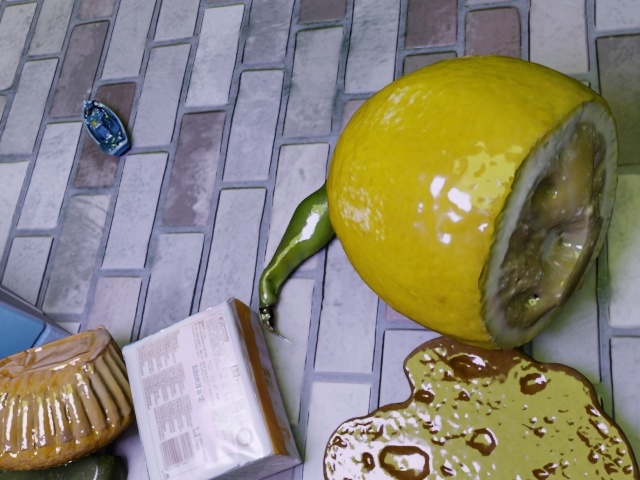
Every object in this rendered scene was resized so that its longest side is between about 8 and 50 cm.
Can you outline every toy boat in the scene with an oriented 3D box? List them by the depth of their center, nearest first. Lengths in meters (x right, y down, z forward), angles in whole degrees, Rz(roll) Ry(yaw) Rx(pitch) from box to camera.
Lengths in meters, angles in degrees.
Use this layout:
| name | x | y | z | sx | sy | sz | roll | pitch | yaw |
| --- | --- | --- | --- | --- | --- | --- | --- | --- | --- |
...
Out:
| name | x | y | z | sx | sy | sz | roll | pitch | yaw |
| --- | --- | --- | --- | --- | --- | --- | --- | --- | --- |
| toy boat | -0.394 | -0.208 | 1.276 | 0.060 | 0.061 | 0.137 | -38 | 61 | 0 |

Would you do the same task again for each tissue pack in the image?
| name | x | y | z | sx | sy | sz | roll | pitch | yaw |
| --- | --- | --- | --- | --- | --- | --- | --- | --- | --- |
| tissue pack | -0.151 | 0.225 | 0.974 | 0.185 | 0.124 | 0.225 | -23 | 63 | 7 |

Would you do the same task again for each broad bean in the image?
| name | x | y | z | sx | sy | sz | roll | pitch | yaw |
| --- | --- | --- | --- | --- | --- | --- | --- | --- | --- |
| broad bean | -0.010 | -0.004 | 1.068 | 0.098 | 0.056 | 0.318 | 22 | 81 | 19 |

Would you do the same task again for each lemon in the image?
| name | x | y | z | sx | sy | sz | roll | pitch | yaw |
| --- | --- | --- | --- | --- | --- | --- | --- | --- | --- |
| lemon | 0.167 | -0.063 | 0.881 | 0.364 | 0.364 | 0.364 | -7 | 66 | 16 |

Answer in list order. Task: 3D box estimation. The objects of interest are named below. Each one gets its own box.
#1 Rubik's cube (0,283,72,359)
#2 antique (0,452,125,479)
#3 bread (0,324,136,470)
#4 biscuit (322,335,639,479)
| name | x | y | z | sx | sy | sz | roll | pitch | yaw |
| --- | --- | --- | --- | --- | --- | --- | --- | --- | --- |
| Rubik's cube | -0.641 | 0.169 | 1.053 | 0.318 | 0.322 | 0.316 | 26 | 77 | 25 |
| antique | -0.395 | 0.345 | 1.029 | 0.221 | 0.081 | 0.080 | -2 | 68 | 18 |
| bread | -0.374 | 0.225 | 0.992 | 0.240 | 0.240 | 0.139 | -6 | 111 | 16 |
| biscuit | 0.190 | 0.293 | 0.863 | 0.381 | 0.074 | 0.359 | 7 | 69 | 23 |
